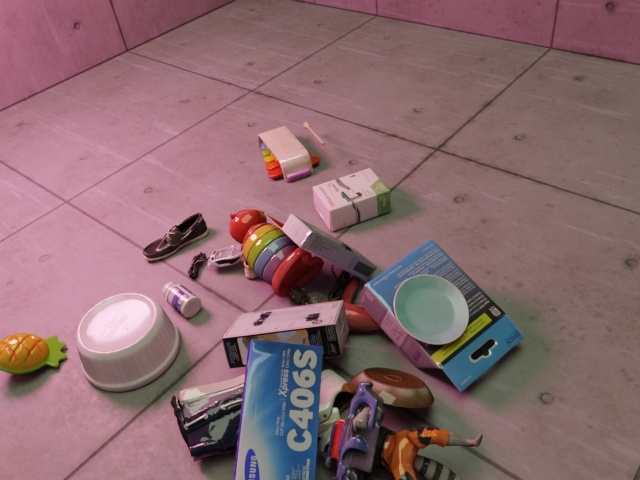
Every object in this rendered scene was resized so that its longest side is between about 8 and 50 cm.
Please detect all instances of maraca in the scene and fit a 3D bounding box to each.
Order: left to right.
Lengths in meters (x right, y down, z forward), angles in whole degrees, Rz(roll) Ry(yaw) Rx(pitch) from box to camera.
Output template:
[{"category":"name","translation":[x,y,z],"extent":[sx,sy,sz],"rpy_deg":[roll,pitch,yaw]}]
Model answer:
[{"category":"maraca","translation":[-0.791,0.306,1.598],"extent":[0.185,0.099,0.127],"rpy_deg":[1,46,-28]}]

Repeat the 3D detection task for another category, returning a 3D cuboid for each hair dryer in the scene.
[{"category":"hair dryer","translation":[0.070,0.160,1.631],"extent":[0.223,0.080,0.293],"rpy_deg":[-28,46,-24]}]

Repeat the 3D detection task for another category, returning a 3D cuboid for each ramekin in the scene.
[{"category":"ramekin","translation":[-0.525,0.259,1.580],"extent":[0.272,0.127,0.273],"rpy_deg":[-4,41,4]}]

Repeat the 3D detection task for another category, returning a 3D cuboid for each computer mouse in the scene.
[{"category":"computer mouse","translation":[-0.315,0.061,1.827],"extent":[0.192,0.042,0.106],"rpy_deg":[-13,34,14]}]

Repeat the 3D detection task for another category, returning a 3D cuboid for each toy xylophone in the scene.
[{"category":"toy xylophone","translation":[-0.114,-0.350,2.248],"extent":[0.236,0.081,0.323],"rpy_deg":[-16,41,-8]}]

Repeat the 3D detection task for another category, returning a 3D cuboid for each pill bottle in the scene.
[{"category":"pill bottle","translation":[-0.408,0.168,1.710],"extent":[0.120,0.067,0.067],"rpy_deg":[29,53,35]}]

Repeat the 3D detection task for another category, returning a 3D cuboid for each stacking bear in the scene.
[{"category":"stacking bear","translation":[-0.157,0.015,1.729],"extent":[0.164,0.175,0.289],"rpy_deg":[-47,64,1]}]

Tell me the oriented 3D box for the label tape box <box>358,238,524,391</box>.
[{"category":"label tape box","translation":[0.304,0.197,1.507],"extent":[0.249,0.115,0.348],"rpy_deg":[-32,69,-25]}]

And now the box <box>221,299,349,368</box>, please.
[{"category":"box","translation":[-0.083,0.236,1.488],"extent":[0.289,0.087,0.169],"rpy_deg":[-9,13,11]}]

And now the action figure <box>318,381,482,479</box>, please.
[{"category":"action figure","translation":[0.132,0.489,1.221],"extent":[0.330,0.178,0.342],"rpy_deg":[14,78,28]}]

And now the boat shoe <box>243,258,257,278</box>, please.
[{"category":"boat shoe","translation":[-0.206,0.042,1.828],"extent":[0.062,0.059,0.170],"rpy_deg":[-5,41,3]}]

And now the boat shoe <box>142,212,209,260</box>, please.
[{"category":"boat shoe","translation":[-0.482,-0.014,1.928],"extent":[0.233,0.079,0.084],"rpy_deg":[-31,47,-22]}]

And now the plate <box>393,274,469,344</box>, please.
[{"category":"plate","translation":[0.269,0.170,1.437],"extent":[0.188,0.024,0.188],"rpy_deg":[3,57,-5]}]

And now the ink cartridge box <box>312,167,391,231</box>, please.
[{"category":"ink cartridge box","translation":[0.102,-0.138,1.958],"extent":[0.219,0.093,0.160],"rpy_deg":[-19,41,-13]}]

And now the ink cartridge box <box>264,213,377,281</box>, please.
[{"category":"ink cartridge box","translation":[0.000,0.000,1.684],"extent":[0.060,0.275,0.239],"rpy_deg":[-56,40,7]}]

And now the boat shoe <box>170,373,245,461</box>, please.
[{"category":"boat shoe","translation":[-0.168,0.404,1.382],"extent":[0.340,0.127,0.158],"rpy_deg":[-14,60,-10]}]

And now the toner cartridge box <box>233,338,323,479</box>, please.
[{"category":"toner cartridge box","translation":[-0.089,0.394,1.251],"extent":[0.165,0.075,0.348],"rpy_deg":[7,67,-9]}]

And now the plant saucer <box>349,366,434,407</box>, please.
[{"category":"plant saucer","translation":[0.167,0.333,1.360],"extent":[0.198,0.036,0.198],"rpy_deg":[10,3,-1]}]

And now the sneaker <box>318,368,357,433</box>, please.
[{"category":"sneaker","translation":[-0.028,0.412,1.335],"extent":[0.123,0.106,0.290],"rpy_deg":[26,50,36]}]
